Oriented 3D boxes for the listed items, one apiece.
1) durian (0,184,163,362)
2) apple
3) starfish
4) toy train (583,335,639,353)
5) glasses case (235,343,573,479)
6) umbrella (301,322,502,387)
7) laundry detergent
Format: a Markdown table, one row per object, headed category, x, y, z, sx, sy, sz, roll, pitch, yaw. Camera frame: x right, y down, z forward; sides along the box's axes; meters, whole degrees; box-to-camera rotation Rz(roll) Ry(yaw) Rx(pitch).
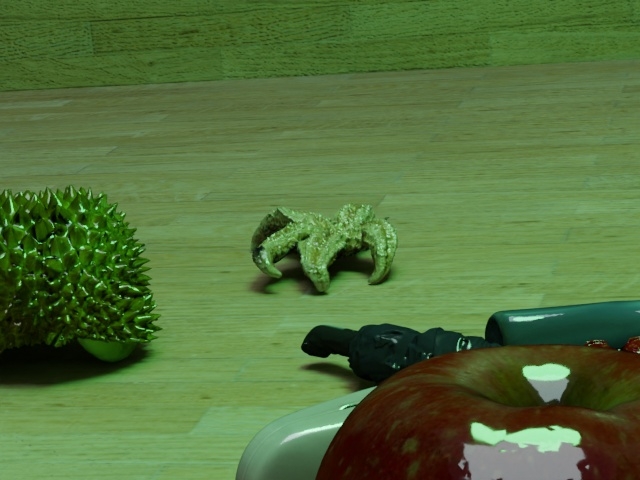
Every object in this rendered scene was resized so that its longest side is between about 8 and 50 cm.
| category | x | y | z | sx | sy | sz | roll | pitch | yaw |
| --- | --- | --- | --- | --- | --- | --- | --- | --- | --- |
| durian | -0.271 | 0.035 | 1.636 | 0.237 | 0.176 | 0.200 | -9 | -10 | 34 |
| apple | 0.123 | 0.169 | 0.871 | 0.260 | 0.216 | 0.260 | -5 | 13 | 1 |
| starfish | 0.000 | -0.002 | 1.873 | 0.216 | 0.071 | 0.238 | 9 | 13 | 27 |
| toy train | 0.260 | 0.112 | 1.367 | 0.138 | 0.050 | 0.087 | -6 | 21 | 5 |
| glasses case | 0.081 | 0.149 | 1.164 | 0.297 | 0.113 | 0.075 | -12 | 18 | -26 |
| umbrella | 0.064 | 0.098 | 1.452 | 0.071 | 0.071 | 0.248 | -17 | 19 | -36 |
| laundry detergent | 0.247 | 0.081 | 1.457 | 0.206 | 0.061 | 0.096 | -6 | -16 | -7 |
